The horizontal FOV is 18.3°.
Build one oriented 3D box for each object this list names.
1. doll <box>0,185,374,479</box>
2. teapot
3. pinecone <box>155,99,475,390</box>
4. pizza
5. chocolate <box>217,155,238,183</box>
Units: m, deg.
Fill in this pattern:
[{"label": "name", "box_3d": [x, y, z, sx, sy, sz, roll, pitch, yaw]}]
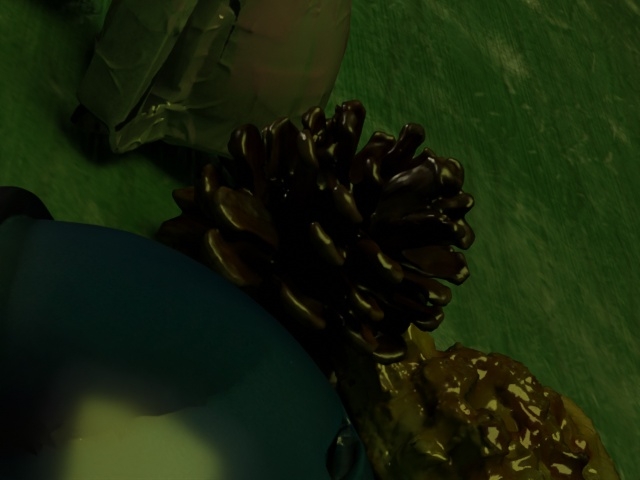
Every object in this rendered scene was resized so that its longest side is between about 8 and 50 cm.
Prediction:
[{"label": "doll", "box_3d": [-0.095, 0.140, 0.575, 0.284, 0.240, 0.310, -79, 162, -77]}, {"label": "teapot", "box_3d": [-0.077, -0.161, 1.331, 0.222, 0.178, 0.163, -3, 39, -40]}, {"label": "pinecone", "box_3d": [0.000, 0.002, 1.206, 0.150, 0.195, 0.179, 49, 22, -59]}, {"label": "pizza", "box_3d": [0.147, 0.181, 1.304, 0.268, 0.087, 0.258, 25, 33, -49]}, {"label": "chocolate", "box_3d": [-0.042, -0.046, 1.407, 0.101, 0.031, 0.064, 44, 28, 2]}]
